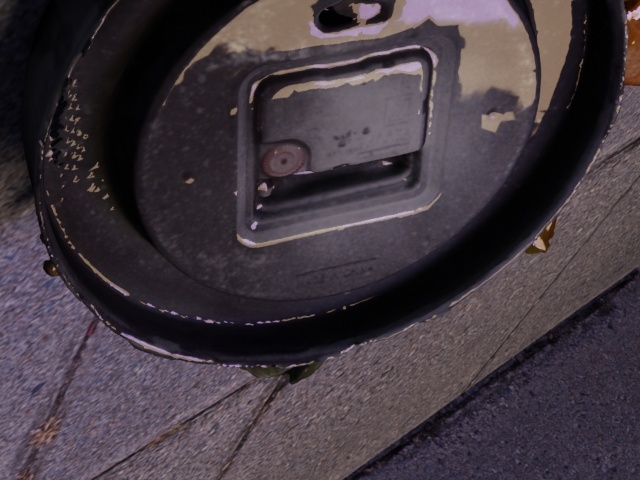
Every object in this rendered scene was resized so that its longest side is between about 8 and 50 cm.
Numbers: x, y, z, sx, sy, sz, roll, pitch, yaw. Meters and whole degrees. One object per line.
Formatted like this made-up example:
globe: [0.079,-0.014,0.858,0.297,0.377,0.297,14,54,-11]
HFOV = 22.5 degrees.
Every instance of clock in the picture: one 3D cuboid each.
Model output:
clock: [0.004,-0.082,0.996,0.386,0.076,0.386,-15,135,-15]

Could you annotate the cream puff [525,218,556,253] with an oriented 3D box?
cream puff: [0.150,-0.074,1.566,0.244,0.196,0.244,-29,131,-40]

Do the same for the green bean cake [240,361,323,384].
green bean cake: [0.000,0.000,1.341,0.227,0.125,0.222,-57,-179,-38]

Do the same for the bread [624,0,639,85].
bread: [0.213,-0.230,1.135,0.179,0.194,0.340,-33,145,17]

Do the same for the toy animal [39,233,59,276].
toy animal: [-0.112,-0.062,1.067,0.220,0.086,0.069,-44,171,23]
